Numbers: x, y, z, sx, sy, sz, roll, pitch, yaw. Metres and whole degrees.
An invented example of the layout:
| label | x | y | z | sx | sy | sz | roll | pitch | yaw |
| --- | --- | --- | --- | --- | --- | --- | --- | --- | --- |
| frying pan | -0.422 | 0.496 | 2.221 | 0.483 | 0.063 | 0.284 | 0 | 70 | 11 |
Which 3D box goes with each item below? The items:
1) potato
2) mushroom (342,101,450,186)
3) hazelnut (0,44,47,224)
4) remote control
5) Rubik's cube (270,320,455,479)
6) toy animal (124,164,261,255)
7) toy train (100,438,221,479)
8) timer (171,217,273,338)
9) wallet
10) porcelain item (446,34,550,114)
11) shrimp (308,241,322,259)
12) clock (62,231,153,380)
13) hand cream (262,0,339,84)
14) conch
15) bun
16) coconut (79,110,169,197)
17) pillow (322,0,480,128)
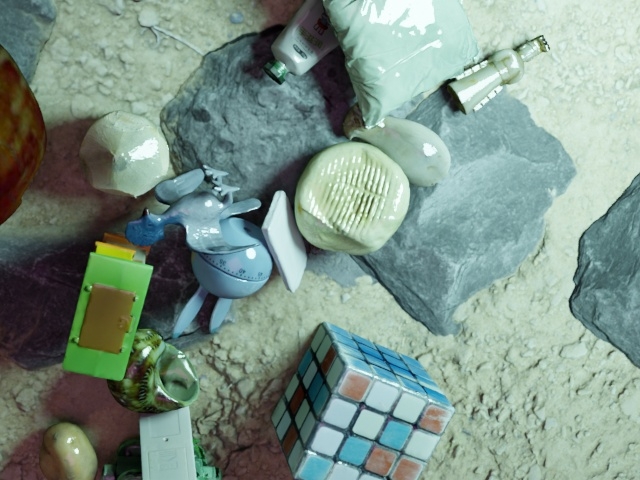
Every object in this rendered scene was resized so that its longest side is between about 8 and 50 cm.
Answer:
| label | x | y | z | sx | sy | sz | roll | pitch | yaw |
| --- | --- | --- | --- | --- | --- | --- | --- | --- | --- |
| potato | -0.505 | 0.434 | 1.711 | 0.112 | 0.112 | 0.147 | -16 | 104 | -8 |
| mushroom | 0.152 | -0.195 | 1.685 | 0.225 | 0.093 | 0.116 | 33 | 112 | -22 |
| hazelnut | -0.673 | -0.180 | 1.377 | 0.402 | 0.402 | 0.429 | -43 | 105 | 2 |
| remote control | -0.299 | 0.423 | 1.666 | 0.102 | 0.277 | 0.056 | -4 | 131 | -11 |
| Rubik's cube | 0.079 | 0.353 | 1.734 | 0.259 | 0.256 | 0.253 | 26 | 98 | -17 |
| toy animal | -0.226 | -0.055 | 1.558 | 0.255 | 0.239 | 0.176 | 11 | 127 | -48 |
| toy train | -0.332 | 0.517 | 1.761 | 0.243 | 0.132 | 0.188 | 7 | 112 | -14 |
| timer | -0.202 | 0.061 | 1.667 | 0.175 | 0.175 | 0.255 | 39 | 124 | -19 |
| wallet | -0.069 | 0.003 | 1.662 | 0.031 | 0.124 | 0.183 | -2 | 134 | 18 |
| porcelain item | 0.358 | -0.341 | 1.709 | 0.213 | 0.054 | 0.084 | -34 | 112 | -1 |
| shrimp | -0.001 | -0.004 | 1.739 | 0.038 | 0.029 | 0.092 | 41 | 85 | -13 |
| clock | -0.383 | 0.095 | 1.561 | 0.106 | 0.255 | 0.220 | 14 | 105 | -15 |
| hand cream | 0.021 | -0.431 | 1.613 | 0.336 | 0.076 | 0.121 | -47 | 112 | -4 |
| conch | -0.342 | 0.254 | 1.690 | 0.124 | 0.187 | 0.182 | -15 | 85 | 31 |
| bun | 0.057 | -0.076 | 1.674 | 0.229 | 0.145 | 0.229 | 0 | 80 | 2 |
| coconut | -0.353 | -0.155 | 1.547 | 0.161 | 0.162 | 0.161 | -3 | 106 | -11 |
| pillow | 0.146 | -0.392 | 1.578 | 0.283 | 0.138 | 0.310 | -38 | 125 | -14 |
